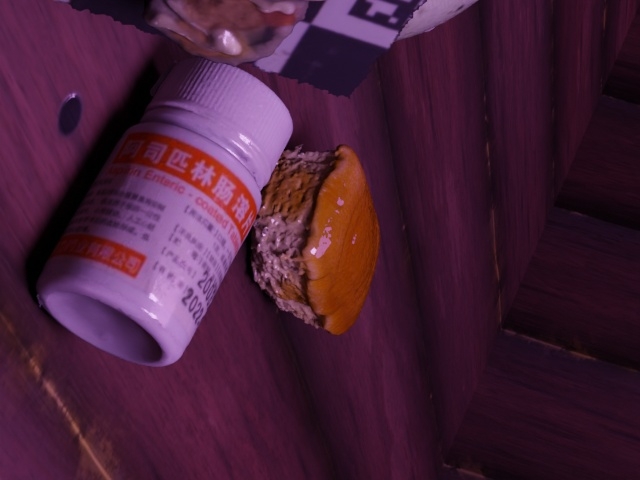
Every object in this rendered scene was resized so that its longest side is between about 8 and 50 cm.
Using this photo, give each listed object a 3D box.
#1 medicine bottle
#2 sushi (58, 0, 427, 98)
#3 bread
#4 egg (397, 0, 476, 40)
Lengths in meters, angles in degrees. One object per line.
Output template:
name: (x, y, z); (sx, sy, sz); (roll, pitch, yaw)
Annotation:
medicine bottle: (-0.131, -0.027, 1.250); (0.144, 0.144, 0.252); (77, 35, -56)
sushi: (-0.026, -0.205, 0.930); (0.373, 0.296, 0.100); (-49, -148, 47)
bread: (0.000, 0.000, 1.667); (0.174, 0.121, 0.245); (-63, 157, -22)
egg: (0.070, -0.344, 1.317); (0.379, 0.287, 0.287); (-54, 156, -17)
